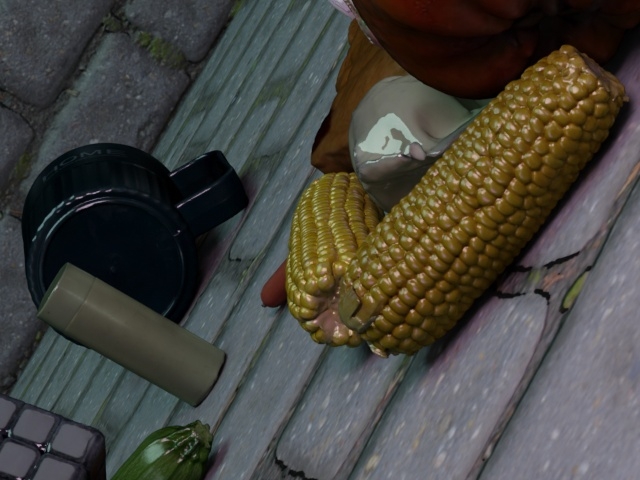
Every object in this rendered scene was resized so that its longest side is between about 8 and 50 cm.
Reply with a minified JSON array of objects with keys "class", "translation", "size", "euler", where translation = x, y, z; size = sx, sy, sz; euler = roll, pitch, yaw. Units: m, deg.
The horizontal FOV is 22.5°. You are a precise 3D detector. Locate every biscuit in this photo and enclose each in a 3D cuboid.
[{"class":"biscuit","translation":[0.121,-0.268,1.713],"size":[0.350,0.078,0.455],"euler":[-42,20,39]}]

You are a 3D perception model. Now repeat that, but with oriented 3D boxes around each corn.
[{"class":"corn","translation":[0.017,0.014,1.384],"size":[0.093,0.093,0.244],"euler":[-54,11,16]},{"class":"corn","translation":[0.110,-0.024,1.131],"size":[0.260,0.091,0.091],"euler":[-48,34,21]}]

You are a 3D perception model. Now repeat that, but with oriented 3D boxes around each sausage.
[{"class":"sausage","translation":[0.000,0.000,1.610],"size":[0.223,0.029,0.029],"euler":[-49,16,35]}]

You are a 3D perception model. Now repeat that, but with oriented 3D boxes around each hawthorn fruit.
[{"class":"hawthorn fruit","translation":[0.127,-0.265,1.155],"size":[0.277,0.277,0.298],"euler":[-46,59,44]}]

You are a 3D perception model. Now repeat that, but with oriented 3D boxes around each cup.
[{"class":"cup","translation":[-0.260,0.007,2.211],"size":[0.292,0.308,0.242],"euler":[-124,34,-75]}]

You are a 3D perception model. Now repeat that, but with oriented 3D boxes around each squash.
[{"class":"squash","translation":[-0.177,0.252,1.595],"size":[0.219,0.077,0.068],"euler":[-48,56,31]}]

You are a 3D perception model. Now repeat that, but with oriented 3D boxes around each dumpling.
[{"class":"dumpling","translation":[0.097,-0.090,1.326],"size":[0.155,0.111,0.181],"euler":[-18,38,21]}]

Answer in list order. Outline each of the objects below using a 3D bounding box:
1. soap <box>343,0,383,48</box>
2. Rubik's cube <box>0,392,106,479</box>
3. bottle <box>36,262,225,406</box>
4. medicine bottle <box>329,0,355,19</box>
[{"class":"soap","translation":[0.129,-0.308,1.511],"size":[0.273,0.098,0.218],"euler":[-39,41,11]},{"class":"Rubik's cube","translation":[-0.372,0.307,1.677],"size":[0.237,0.237,0.238],"euler":[99,-169,-51]},{"class":"bottle","translation":[-0.206,0.103,1.752],"size":[0.072,0.201,0.072],"euler":[-54,13,19]},{"class":"medicine bottle","translation":[0.094,-0.372,2.006],"size":[0.219,0.078,0.115],"euler":[-56,15,10]}]
